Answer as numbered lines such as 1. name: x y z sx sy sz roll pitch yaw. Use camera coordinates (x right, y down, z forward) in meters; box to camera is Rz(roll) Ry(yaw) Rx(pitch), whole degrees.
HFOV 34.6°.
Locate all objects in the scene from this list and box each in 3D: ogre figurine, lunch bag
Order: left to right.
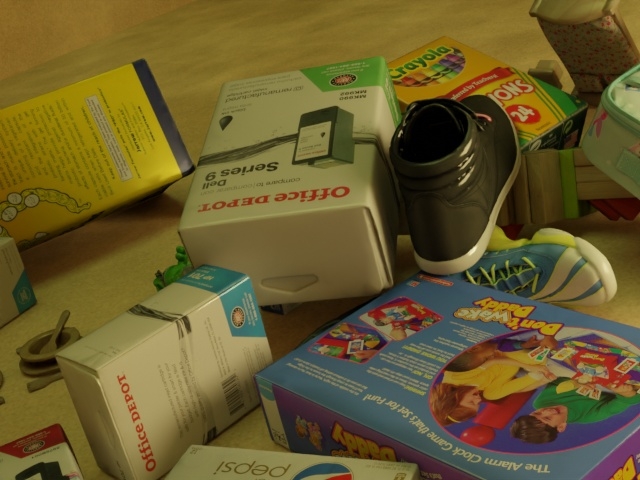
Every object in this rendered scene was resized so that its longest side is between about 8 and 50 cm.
1. ogre figurine: -0.113 0.019 1.316 0.197 0.097 0.118 -4 2 -14
2. lunch bag: 0.431 -0.087 1.077 0.279 0.108 0.224 40 49 24

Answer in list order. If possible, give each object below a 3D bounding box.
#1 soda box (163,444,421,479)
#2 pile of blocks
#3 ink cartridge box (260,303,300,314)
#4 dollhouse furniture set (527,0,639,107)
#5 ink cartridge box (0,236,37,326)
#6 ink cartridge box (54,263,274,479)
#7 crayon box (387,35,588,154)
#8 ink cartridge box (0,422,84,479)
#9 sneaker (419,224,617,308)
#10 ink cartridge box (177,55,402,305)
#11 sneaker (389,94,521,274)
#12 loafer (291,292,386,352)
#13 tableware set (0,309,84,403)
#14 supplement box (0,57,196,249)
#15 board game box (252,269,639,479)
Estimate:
1. soda box: -0.025 0.220 0.828 0.216 0.069 0.074 -2 26 28
2. pile of blocks: 0.244 -0.051 1.261 0.362 0.112 0.149 -5 6 12
3. ink cartridge box: 0.000 0.000 1.276 0.046 0.097 0.207 10 33 44
4. dollhouse furniture set: 0.384 -0.269 1.489 0.355 0.303 0.174 10 63 45
5. ink cartridge box: -0.473 0.080 1.359 0.060 0.104 0.180 4 29 33
6. ink cartridge box: -0.144 0.129 1.010 0.190 0.139 0.082 -32 30 -35
7. crayon box: 0.195 -0.196 1.490 0.318 0.081 0.202 33 48 31
8. ink cartridge box: -0.261 0.248 0.894 0.127 0.072 0.175 -21 23 -17
9. sneaker: 0.194 0.049 1.088 0.126 0.091 0.240 -37 23 -22
10. ink cartridge box: -0.021 -0.070 1.159 0.211 0.121 0.289 -7 39 13
11. sneaker: 0.151 -0.112 1.110 0.104 0.147 0.296 0 39 21
12. loafer: 0.027 0.107 1.083 0.170 0.062 0.061 -24 3 -30
13. tableware set: -0.378 0.146 1.237 0.194 0.039 0.128 -22 24 -16
14. supplement box: -0.408 -0.111 1.576 0.356 0.195 0.194 -25 3 -24
15. board game box: 0.138 0.140 0.902 0.233 0.078 0.347 -29 27 -31
